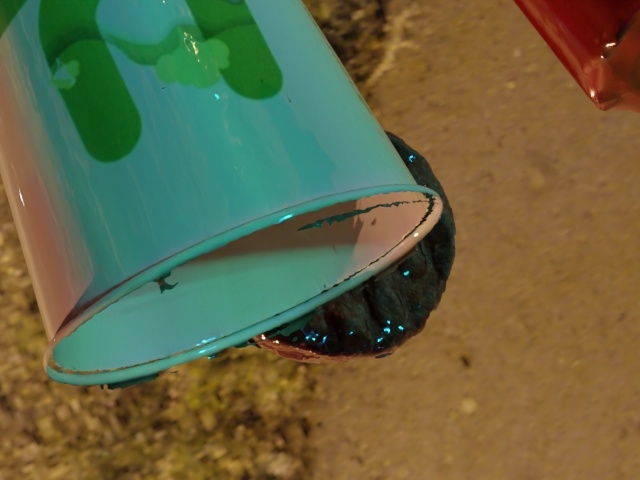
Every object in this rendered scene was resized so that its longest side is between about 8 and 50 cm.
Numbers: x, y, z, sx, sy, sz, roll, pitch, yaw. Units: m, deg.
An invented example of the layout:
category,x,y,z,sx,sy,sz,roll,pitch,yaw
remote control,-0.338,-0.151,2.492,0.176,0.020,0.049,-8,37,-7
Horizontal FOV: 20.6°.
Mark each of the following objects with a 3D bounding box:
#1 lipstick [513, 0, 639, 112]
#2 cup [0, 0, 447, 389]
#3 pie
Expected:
category,x,y,z,sx,sy,sz,roll,pitch,yaw
lipstick,0.035,-0.160,0.542,0.280,0.073,0.073,58,133,27
cup,-0.092,-0.079,1.067,0.253,0.253,0.274,-37,70,41
pie,0.000,0.000,1.376,0.054,0.218,0.204,125,147,-60
